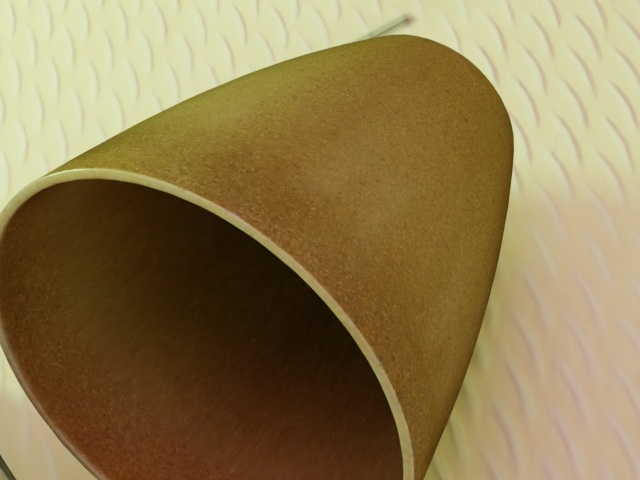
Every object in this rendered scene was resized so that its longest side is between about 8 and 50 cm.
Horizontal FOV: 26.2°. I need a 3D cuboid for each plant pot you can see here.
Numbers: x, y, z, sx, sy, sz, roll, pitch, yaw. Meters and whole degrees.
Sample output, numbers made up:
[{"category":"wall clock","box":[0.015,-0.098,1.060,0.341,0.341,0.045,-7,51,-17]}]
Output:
[{"category":"plant pot","box":[0.000,0.000,0.722,0.237,0.237,0.254,17,43,26]}]

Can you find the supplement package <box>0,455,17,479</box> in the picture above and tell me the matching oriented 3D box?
[{"category":"supplement package","box":[-0.292,0.157,0.693,0.262,0.145,0.204,-33,51,-15]}]
